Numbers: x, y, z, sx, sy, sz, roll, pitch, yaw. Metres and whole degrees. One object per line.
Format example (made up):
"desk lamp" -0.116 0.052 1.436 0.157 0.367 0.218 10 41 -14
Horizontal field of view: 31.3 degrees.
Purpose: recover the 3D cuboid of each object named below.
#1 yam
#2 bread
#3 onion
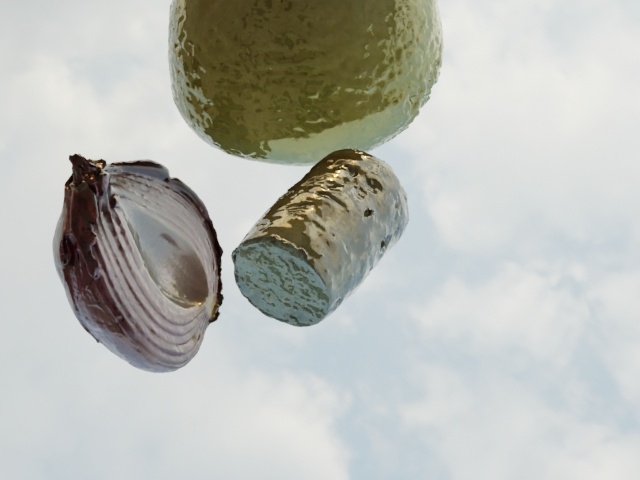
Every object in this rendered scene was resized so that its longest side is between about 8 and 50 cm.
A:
"yam" 0.000 0.000 1.000 0.107 0.107 0.194 3 -154 25
"bread" -0.022 -0.219 1.310 0.320 0.320 0.237 17 -67 29
"onion" -0.226 0.010 1.280 0.120 0.283 0.227 -10 -137 25
